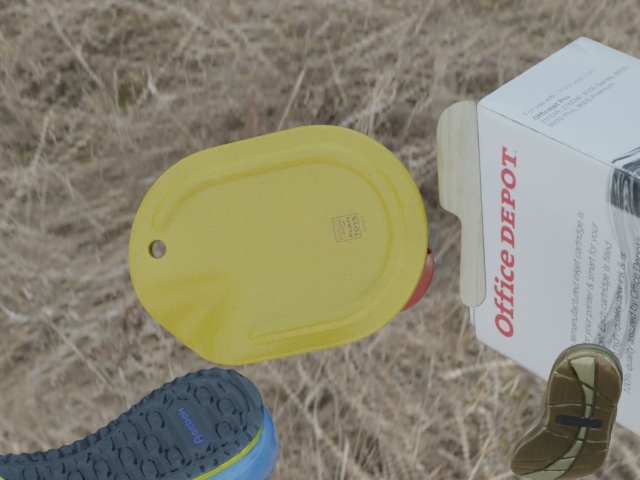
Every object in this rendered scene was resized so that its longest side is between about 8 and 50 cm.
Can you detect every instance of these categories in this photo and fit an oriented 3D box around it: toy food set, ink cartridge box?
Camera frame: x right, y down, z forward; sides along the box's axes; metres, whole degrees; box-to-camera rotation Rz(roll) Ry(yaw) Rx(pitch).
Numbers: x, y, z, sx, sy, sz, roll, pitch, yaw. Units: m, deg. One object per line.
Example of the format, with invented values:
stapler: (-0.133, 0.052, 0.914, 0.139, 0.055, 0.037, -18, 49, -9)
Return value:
toy food set: (0.000, 0.000, 0.879, 0.217, 0.071, 0.128, -11, 86, 14)
ink cartridge box: (0.328, 0.031, 1.312, 0.166, 0.285, 0.395, -33, 47, -31)

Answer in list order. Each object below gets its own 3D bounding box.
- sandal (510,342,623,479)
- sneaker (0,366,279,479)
sandal: (0.198, 0.133, 1.180, 0.072, 0.180, 0.049, 10, 47, 2)
sneaker: (-0.116, 0.133, 0.716, 0.209, 0.082, 0.069, -21, 54, -12)
